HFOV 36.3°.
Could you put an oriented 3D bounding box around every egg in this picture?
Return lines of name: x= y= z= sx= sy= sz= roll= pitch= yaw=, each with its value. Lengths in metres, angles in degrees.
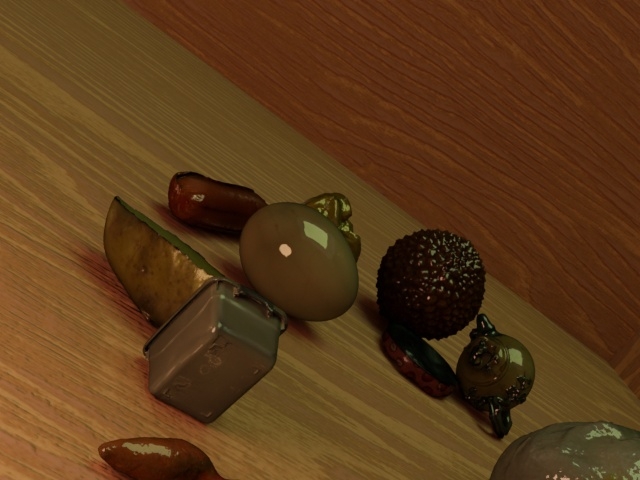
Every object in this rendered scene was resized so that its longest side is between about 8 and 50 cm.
egg: x=-0.036 y=0.040 z=1.746 sx=0.241 sy=0.186 sz=0.186 roll=46 pitch=12 yaw=2

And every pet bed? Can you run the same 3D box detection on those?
pet bed: x=0.206 y=0.249 z=2.038 sx=0.201 sy=0.053 sz=0.201 roll=37 pitch=12 yaw=-9

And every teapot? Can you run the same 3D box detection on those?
teapot: x=0.365 y=0.284 z=2.094 sx=0.182 sy=0.173 sz=0.269 roll=47 pitch=36 yaw=-47

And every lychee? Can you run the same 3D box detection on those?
lychee: x=0.237 y=0.101 z=2.175 sx=0.267 sy=0.267 sz=0.267 roll=38 pitch=12 yaw=-10

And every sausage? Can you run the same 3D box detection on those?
sausage: x=-0.189 y=-0.061 z=1.870 sx=0.102 sy=0.102 sz=0.330 roll=45 pitch=12 yaw=21

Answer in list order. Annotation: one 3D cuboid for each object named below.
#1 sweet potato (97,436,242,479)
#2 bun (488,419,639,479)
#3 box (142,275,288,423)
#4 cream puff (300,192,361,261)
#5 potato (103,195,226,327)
sweet potato: x=-0.144 y=0.241 z=1.020 sx=0.202 sy=0.058 sz=0.055 roll=31 pitch=-6 yaw=-31
bun: x=0.435 y=0.403 z=1.556 sx=0.362 sy=0.362 sz=0.211 roll=29 pitch=57 yaw=-40
box: x=-0.130 y=0.140 z=1.185 sx=0.124 sy=0.172 sz=0.092 roll=33 pitch=29 yaw=-23
cream puff: x=0.005 y=-0.003 z=2.075 sx=0.195 sy=0.194 sz=0.221 roll=42 pitch=17 yaw=8
potato: x=-0.204 y=0.062 z=1.349 sx=0.272 sy=0.111 sz=0.160 roll=36 pitch=-3 yaw=21
